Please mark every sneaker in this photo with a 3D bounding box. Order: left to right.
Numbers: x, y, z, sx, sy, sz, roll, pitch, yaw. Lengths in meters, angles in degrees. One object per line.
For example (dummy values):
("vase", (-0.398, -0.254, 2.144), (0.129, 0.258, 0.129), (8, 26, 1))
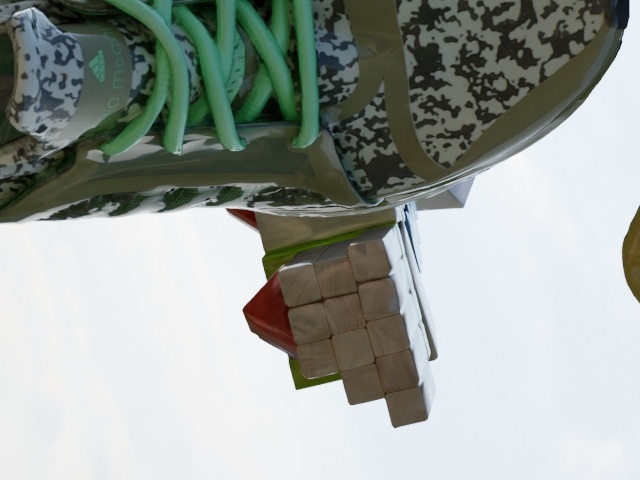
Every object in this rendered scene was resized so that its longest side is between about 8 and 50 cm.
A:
("sneaker", (-0.072, -0.065, 0.841), (0.182, 0.410, 0.158), (-61, 142, -79))

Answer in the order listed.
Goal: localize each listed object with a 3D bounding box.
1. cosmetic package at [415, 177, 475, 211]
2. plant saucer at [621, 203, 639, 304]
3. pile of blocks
("cosmetic package", (0.042, -0.146, 1.746), (0.224, 0.224, 0.138), (-3, -37, 44))
("plant saucer", (0.328, -0.021, 1.066), (0.332, 0.081, 0.332), (56, -46, 46))
("pile of blocks", (0.000, 0.000, 1.244), (0.362, 0.113, 0.149), (-90, 164, -59))
